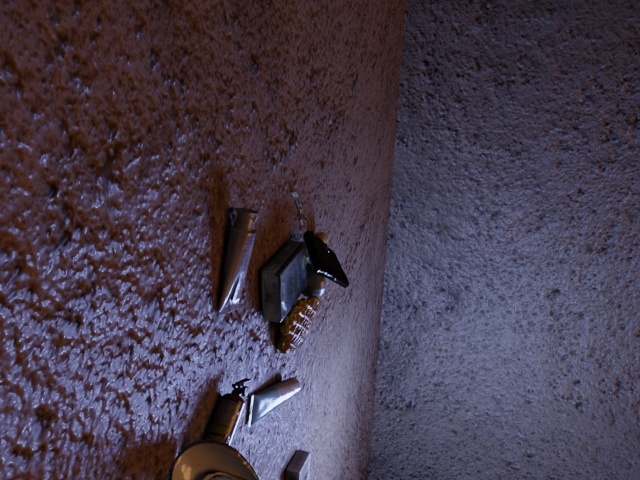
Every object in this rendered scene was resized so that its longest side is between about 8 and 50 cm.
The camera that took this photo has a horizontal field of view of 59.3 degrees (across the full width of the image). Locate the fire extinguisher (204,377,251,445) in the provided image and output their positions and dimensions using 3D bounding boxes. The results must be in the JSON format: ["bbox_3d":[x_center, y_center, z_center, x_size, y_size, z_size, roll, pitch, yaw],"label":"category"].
[{"bbox_3d":[-0.265,0.505,1.641,0.106,0.075,0.252,94,12,-56],"label":"fire extinguisher"}]

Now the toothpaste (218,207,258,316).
[{"bbox_3d":[-0.232,0.060,1.567,0.114,0.073,0.299,-21,125,-71],"label":"toothpaste"}]

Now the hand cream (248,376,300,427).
[{"bbox_3d":[-0.173,0.559,1.991,0.312,0.070,0.111,-2,101,-64],"label":"hand cream"}]

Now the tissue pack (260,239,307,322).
[{"bbox_3d":[-0.121,0.132,1.904,0.257,0.081,0.185,-52,145,-60],"label":"tissue pack"}]

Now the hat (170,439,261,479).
[{"bbox_3d":[-0.296,0.663,1.518,0.258,0.168,0.301,-31,111,-21],"label":"hat"}]

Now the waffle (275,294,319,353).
[{"bbox_3d":[-0.088,0.311,2.026,0.249,0.056,0.253,-25,142,-62],"label":"waffle"}]

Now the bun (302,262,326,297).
[{"bbox_3d":[-0.045,0.156,2.084,0.083,0.141,0.140,-31,130,-40],"label":"bun"}]

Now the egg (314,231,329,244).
[{"bbox_3d":[0.000,0.000,2.239,0.083,0.071,0.071,-52,146,-54],"label":"egg"}]

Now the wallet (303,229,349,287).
[{"bbox_3d":[0.023,0.073,2.105,0.318,0.045,0.172,38,29,-63],"label":"wallet"}]

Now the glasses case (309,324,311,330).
[{"bbox_3d":[-0.064,0.308,2.220,0.164,0.041,0.063,76,27,-50],"label":"glasses case"}]

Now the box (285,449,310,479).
[{"bbox_3d":[-0.098,1.033,2.388,0.149,0.067,0.233,-36,132,-66],"label":"box"}]

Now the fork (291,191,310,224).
[{"bbox_3d":[-0.069,-0.111,2.037,0.219,0.034,0.028,69,25,-57],"label":"fork"}]
